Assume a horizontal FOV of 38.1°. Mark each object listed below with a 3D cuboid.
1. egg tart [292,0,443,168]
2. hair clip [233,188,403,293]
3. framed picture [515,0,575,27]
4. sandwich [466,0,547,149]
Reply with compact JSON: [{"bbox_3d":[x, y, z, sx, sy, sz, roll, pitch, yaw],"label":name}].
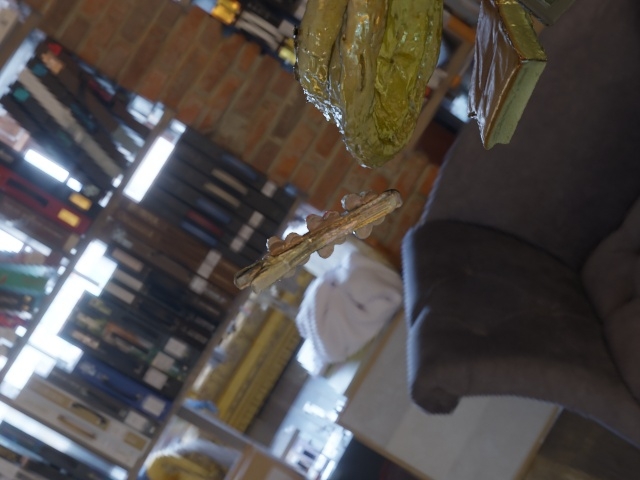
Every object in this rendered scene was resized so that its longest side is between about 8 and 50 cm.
[{"bbox_3d":[0.067,-0.275,1.240,0.345,0.132,0.345,-51,-29,-44],"label":"egg tart"},{"bbox_3d":[-0.004,-0.002,1.044,0.214,0.062,0.056,-32,31,-21],"label":"hair clip"},{"bbox_3d":[0.277,-0.485,1.104,0.028,0.326,0.446,-53,3,-30],"label":"framed picture"},{"bbox_3d":[0.295,-0.298,1.579,0.212,0.063,0.245,107,165,-45],"label":"sandwich"}]
